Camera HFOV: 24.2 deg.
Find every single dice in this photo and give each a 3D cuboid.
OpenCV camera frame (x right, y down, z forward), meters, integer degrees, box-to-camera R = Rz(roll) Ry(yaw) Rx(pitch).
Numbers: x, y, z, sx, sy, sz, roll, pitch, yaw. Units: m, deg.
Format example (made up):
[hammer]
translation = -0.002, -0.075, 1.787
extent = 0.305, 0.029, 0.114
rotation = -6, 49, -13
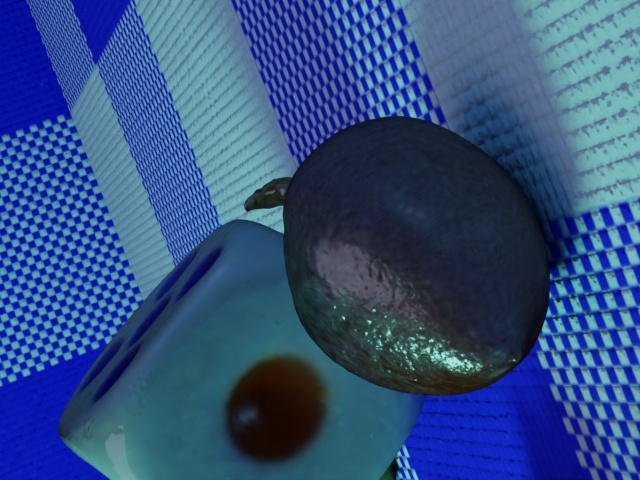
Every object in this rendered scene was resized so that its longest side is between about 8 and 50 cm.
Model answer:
[dice]
translation = -0.081, 0.164, 1.589
extent = 0.277, 0.304, 0.304
rotation = 38, 169, -13

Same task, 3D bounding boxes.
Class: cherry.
[cherry]
translation = 0.089, 0.016, 1.222
extent = 0.239, 0.206, 0.239
rotation = 19, 131, 23

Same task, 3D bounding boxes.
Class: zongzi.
[zongzi]
translation = 0.072, 0.274, 1.891
extent = 0.083, 0.040, 0.076
rotation = -89, -15, -86

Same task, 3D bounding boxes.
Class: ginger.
[ginger]
translation = 0.000, 0.000, 1.692
extent = 0.288, 0.075, 0.089
rotation = 45, 180, 44
